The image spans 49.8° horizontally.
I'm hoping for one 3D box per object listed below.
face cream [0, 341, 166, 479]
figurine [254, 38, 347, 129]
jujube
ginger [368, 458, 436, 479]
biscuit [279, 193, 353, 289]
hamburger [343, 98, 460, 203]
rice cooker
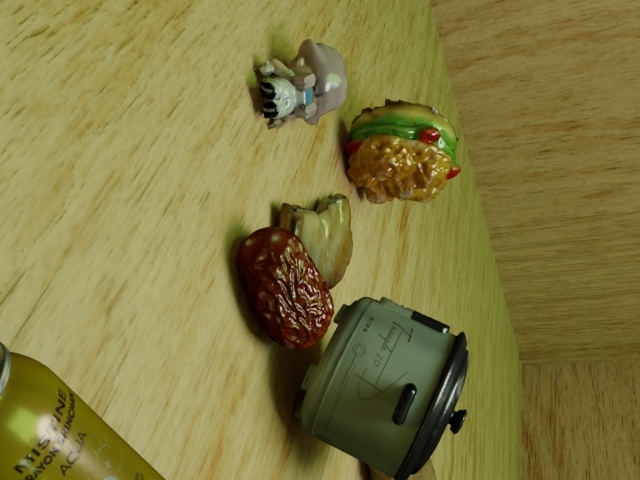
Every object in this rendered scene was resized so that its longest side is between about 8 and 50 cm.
[{"bbox_3d":[-0.196,0.189,0.536,0.105,0.105,0.348,-75,149,-42],"label":"face cream"},{"bbox_3d":[-0.023,-0.247,1.096,0.229,0.112,0.137,-38,124,-53],"label":"figurine"},{"bbox_3d":[-0.050,0.064,0.943,0.176,0.109,0.112,63,-8,-23],"label":"jujube"},{"bbox_3d":[0.157,0.480,1.298,0.190,0.126,0.354,-11,97,-78],"label":"ginger"},{"bbox_3d":[0.001,0.004,1.153,0.299,0.045,0.154,-19,100,-68],"label":"biscuit"},{"bbox_3d":[0.162,-0.157,1.369,0.237,0.237,0.149,52,41,-52],"label":"hamburger"},{"bbox_3d":[0.105,0.219,1.023,0.241,0.227,0.280,-64,168,-5],"label":"rice cooker"}]
